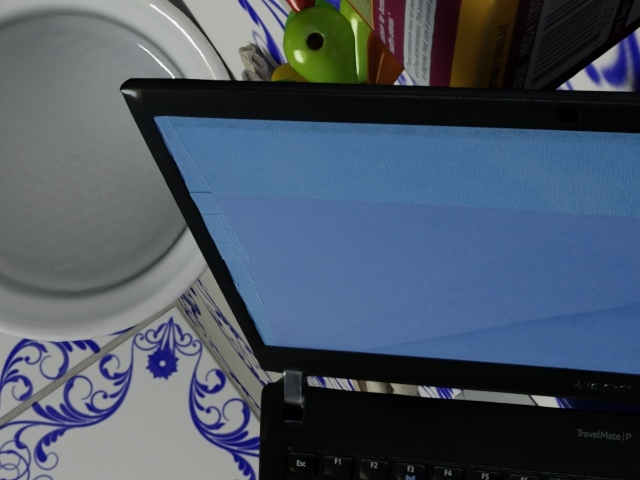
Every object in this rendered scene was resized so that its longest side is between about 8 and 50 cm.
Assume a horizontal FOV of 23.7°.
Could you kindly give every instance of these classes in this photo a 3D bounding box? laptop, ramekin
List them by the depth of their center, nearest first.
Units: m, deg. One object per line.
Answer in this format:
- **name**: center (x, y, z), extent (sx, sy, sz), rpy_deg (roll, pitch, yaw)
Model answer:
- **laptop**: center (0.072, 0.092, 0.431), extent (0.136, 0.234, 0.265), rpy_deg (-11, -76, -72)
- **ramekin**: center (-0.198, -0.067, 1.179), extent (0.277, 0.277, 0.135), rpy_deg (56, 178, -6)

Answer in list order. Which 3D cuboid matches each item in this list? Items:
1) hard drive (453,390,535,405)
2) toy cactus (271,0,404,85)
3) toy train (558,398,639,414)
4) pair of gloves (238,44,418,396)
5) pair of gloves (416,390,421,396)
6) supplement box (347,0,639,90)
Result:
- **hard drive**: center (0.177, 0.242, 1.055), extent (0.233, 0.047, 0.353), rpy_deg (51, 170, 22)
- **toy cactus**: center (0.018, -0.030, 0.690), extent (0.219, 0.112, 0.181), rpy_deg (94, 150, -72)
- **toy train**: center (0.136, 0.075, 0.568), extent (0.248, 0.105, 0.143), rpy_deg (54, 180, 6)
- **pair of gloves**: center (0.000, 0.000, 0.972), extent (0.240, 0.042, 0.204), rpy_deg (-124, 14, -56)
- **pair of gloves**: center (0.053, 0.070, 1.015), extent (0.159, 0.023, 0.198), rpy_deg (-126, 20, -61)
- **supplement box**: center (0.020, -0.135, 0.447), extent (0.188, 0.080, 0.104), rpy_deg (52, 170, 15)
